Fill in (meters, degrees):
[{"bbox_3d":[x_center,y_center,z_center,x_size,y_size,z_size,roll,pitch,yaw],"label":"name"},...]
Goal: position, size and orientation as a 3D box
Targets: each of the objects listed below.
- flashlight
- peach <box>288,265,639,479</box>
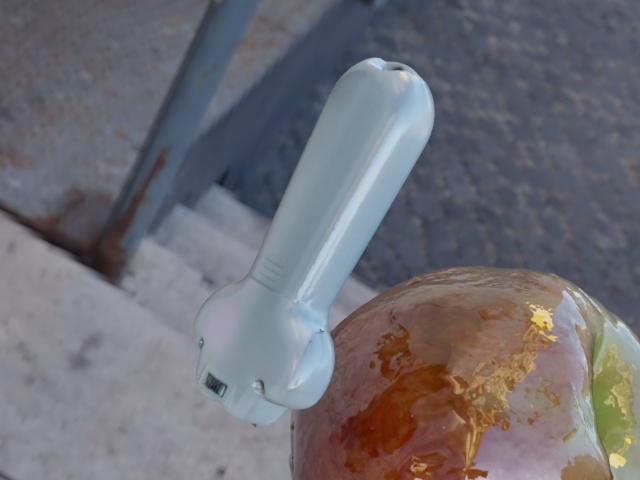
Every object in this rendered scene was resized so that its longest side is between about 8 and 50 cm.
[{"bbox_3d":[0.000,0.000,0.958,0.047,0.200,0.093,24,4,-43],"label":"flashlight"},{"bbox_3d":[0.079,0.128,1.127,0.232,0.256,0.232,28,52,-43],"label":"peach"}]
